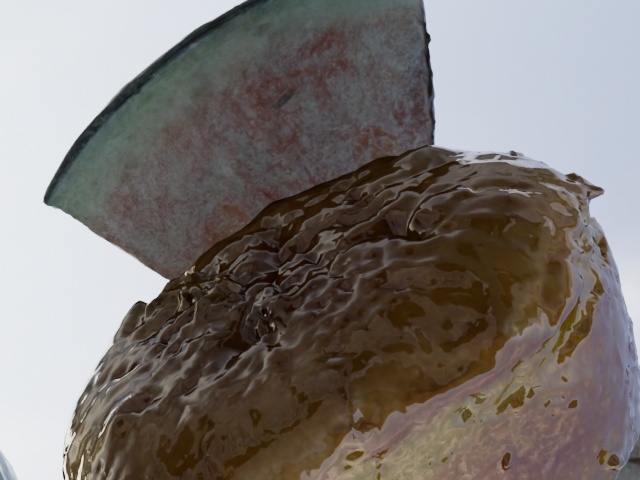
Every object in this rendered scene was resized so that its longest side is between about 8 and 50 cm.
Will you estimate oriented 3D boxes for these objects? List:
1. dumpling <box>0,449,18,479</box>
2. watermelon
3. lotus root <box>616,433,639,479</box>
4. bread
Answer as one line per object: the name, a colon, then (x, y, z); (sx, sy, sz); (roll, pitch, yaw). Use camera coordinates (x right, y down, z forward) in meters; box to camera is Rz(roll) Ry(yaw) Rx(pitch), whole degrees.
dumpling: (-0.456, 0.275, 1.680); (0.270, 0.321, 0.212); (0, -141, 7)
watermelon: (-0.039, -0.017, 1.053); (0.250, 0.283, 0.293); (-2, -107, 7)
lotus root: (0.133, 0.174, 1.201); (0.272, 0.272, 0.192); (-43, 175, -6)
bread: (0.015, 0.076, 0.792); (0.312, 0.172, 0.312); (-25, -160, 10)
